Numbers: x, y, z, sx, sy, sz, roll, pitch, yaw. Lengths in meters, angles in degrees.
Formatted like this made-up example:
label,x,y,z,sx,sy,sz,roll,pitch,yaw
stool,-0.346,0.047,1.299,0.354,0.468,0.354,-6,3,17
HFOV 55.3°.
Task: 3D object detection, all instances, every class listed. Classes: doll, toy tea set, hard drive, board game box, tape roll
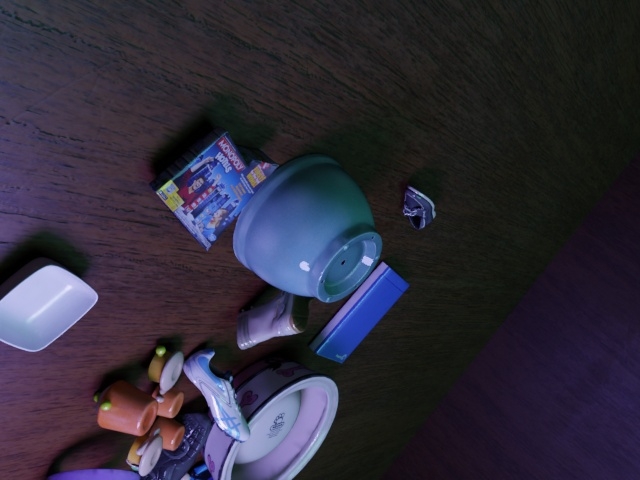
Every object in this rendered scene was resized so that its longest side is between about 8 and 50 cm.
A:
label,x,y,z,sx,sy,sz,roll,pitch,yaw
doll,-0.330,0.660,1.726,0.129,0.046,0.189,-47,145,18
toy tea set,-0.382,0.368,1.296,0.200,0.124,0.336,-60,163,-49
hard drive,0.121,0.219,1.800,0.319,0.040,0.210,-49,150,2
board game box,-0.172,-0.106,1.028,0.194,0.060,0.194,-43,150,-10
tape roll,-0.475,0.535,1.271,0.188,0.080,0.189,-4,150,-2

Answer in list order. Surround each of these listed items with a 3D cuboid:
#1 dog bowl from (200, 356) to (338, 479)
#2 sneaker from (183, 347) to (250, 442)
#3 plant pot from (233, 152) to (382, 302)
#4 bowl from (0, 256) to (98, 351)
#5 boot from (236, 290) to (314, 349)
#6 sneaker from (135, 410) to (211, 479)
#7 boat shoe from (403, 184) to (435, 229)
label,x,y,z,sx,sy,sz,roll,pitch,yaw
dog bowl,-0.144,0.490,1.621,0.407,0.150,0.408,-30,137,-33
sneaker,-0.215,0.349,1.364,0.086,0.237,0.085,-30,-168,-2
plant pot,0.000,0.000,1.238,0.293,0.196,0.293,-33,147,-25
bowl,-0.432,0.091,0.929,0.142,0.053,0.142,-43,150,-9
boot,-0.101,0.148,1.380,0.165,0.213,0.077,-23,118,23
sneaker,-0.350,0.519,1.506,0.286,0.109,0.130,-51,160,18
boat shoe,0.251,-0.081,1.589,0.065,0.075,0.206,-51,155,-1
